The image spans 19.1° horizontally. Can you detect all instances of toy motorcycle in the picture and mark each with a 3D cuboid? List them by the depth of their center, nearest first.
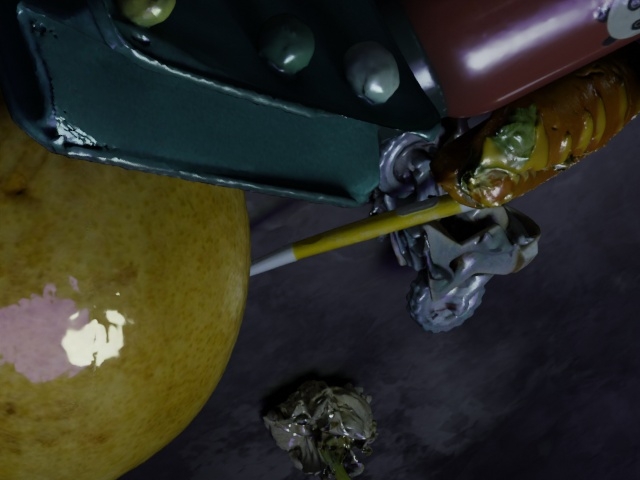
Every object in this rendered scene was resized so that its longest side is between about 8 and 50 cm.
[{"bbox_3d":[0.110,-0.027,1.545,0.130,0.094,0.229,-28,134,-10],"label":"toy motorcycle"}]

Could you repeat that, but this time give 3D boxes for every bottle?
[{"bbox_3d":[0.142,-0.176,1.315,0.336,0.144,0.144,-27,147,-2],"label":"bottle"}]

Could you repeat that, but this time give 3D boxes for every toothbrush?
[{"bbox_3d":[0.000,0.000,1.478,0.288,0.021,0.024,-17,126,11],"label":"toothbrush"}]

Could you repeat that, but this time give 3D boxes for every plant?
[{"bbox_3d":[0.007,0.192,1.728,0.104,0.122,0.116,-30,156,22],"label":"plant"}]

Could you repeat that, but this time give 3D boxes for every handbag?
[{"bbox_3d":[-0.073,-0.159,1.054,0.269,0.274,0.100,12,137,-41],"label":"handbag"}]

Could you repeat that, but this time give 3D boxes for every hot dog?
[{"bbox_3d":[0.171,-0.086,1.439,0.115,0.072,0.269,-31,180,40],"label":"hot dog"}]

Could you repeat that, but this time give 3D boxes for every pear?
[{"bbox_3d":[-0.192,0.010,1.173,0.314,0.314,0.314,-20,145,-14],"label":"pear"}]
